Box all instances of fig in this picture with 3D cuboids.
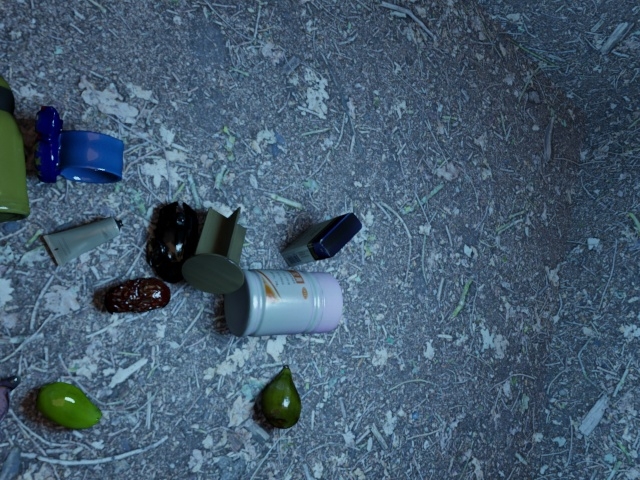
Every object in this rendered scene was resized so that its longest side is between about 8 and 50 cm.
[{"bbox_3d":[-0.127,0.489,1.506,0.127,0.184,0.133,-43,119,10],"label":"fig"}]

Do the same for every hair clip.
[{"bbox_3d":[-0.788,0.394,1.095,0.146,0.056,0.186,19,65,-30],"label":"hair clip"}]

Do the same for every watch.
[{"bbox_3d":[-0.599,-0.219,1.211,0.200,0.196,0.170,6,90,-26],"label":"watch"}]

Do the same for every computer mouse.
[{"bbox_3d":[-0.409,0.005,1.378,0.147,0.078,0.241,8,80,-35],"label":"computer mouse"}]

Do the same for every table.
[{"bbox_3d":[-0.283,0.014,1.374,0.167,0.167,0.226,33,40,-27],"label":"table"}]

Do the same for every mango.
[{"bbox_3d":[-0.615,0.409,1.188,0.165,0.074,0.091,38,63,-25],"label":"mango"}]

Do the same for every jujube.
[{"bbox_3d":[-0.488,0.145,1.292,0.166,0.104,0.104,-3,85,-34],"label":"jujube"}]

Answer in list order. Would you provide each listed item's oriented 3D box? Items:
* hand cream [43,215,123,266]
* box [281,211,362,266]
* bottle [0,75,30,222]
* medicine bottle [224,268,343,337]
[{"bbox_3d":[-0.608,-0.010,1.264,0.186,0.054,0.087,-27,104,-27],"label":"hand cream"},{"bbox_3d":[0.000,0.000,1.542,0.168,0.259,0.071,-43,105,-29],"label":"box"},{"bbox_3d":[-0.779,-0.222,1.105,0.172,0.172,0.350,-5,85,-34],"label":"bottle"},{"bbox_3d":[-0.113,0.189,1.477,0.316,0.202,0.202,5,82,-34],"label":"medicine bottle"}]
